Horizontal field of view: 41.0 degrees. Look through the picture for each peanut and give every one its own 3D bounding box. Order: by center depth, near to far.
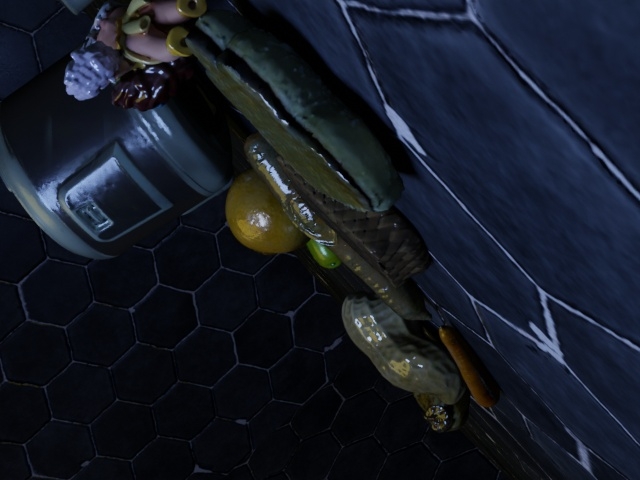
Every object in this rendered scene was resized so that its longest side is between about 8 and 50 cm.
[{"bbox_3d":[0.132,0.170,1.361,0.233,0.110,0.197,48,176,27],"label":"peanut"}]

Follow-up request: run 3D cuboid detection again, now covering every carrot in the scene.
[{"bbox_3d":[0.027,-0.009,1.105,0.342,0.070,0.070,47,176,-10],"label":"carrot"},{"bbox_3d":[0.203,0.169,1.163,0.037,0.037,0.190,43,170,49],"label":"carrot"}]

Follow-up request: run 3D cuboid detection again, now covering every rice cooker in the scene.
[{"bbox_3d":[-0.314,-0.161,1.383,0.335,0.325,0.335,57,-173,-11],"label":"rice cooker"}]

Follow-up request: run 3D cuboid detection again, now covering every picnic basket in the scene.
[{"bbox_3d":[0.031,-0.032,0.902,0.193,0.055,0.110,43,174,32],"label":"picnic basket"}]

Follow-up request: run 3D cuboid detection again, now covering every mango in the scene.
[{"bbox_3d":[0.000,0.000,1.495,0.108,0.056,0.073,50,171,17],"label":"mango"}]

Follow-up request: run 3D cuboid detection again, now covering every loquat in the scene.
[{"bbox_3d":[-0.068,-0.046,1.258,0.141,0.141,0.141,48,176,5],"label":"loquat"}]

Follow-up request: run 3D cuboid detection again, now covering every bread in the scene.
[{"bbox_3d":[-0.029,-0.113,0.730,0.207,0.056,0.286,47,176,-18],"label":"bread"}]

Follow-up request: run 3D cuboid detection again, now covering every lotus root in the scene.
[{"bbox_3d":[0.209,0.262,1.548,0.110,0.097,0.258,56,-179,-16],"label":"lotus root"}]

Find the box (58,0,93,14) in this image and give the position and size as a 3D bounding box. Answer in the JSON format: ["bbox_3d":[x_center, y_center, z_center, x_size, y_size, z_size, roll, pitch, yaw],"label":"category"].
[{"bbox_3d":[-0.560,-0.592,1.464,0.373,0.090,0.367,48,176,37],"label":"box"}]

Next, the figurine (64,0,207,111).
[{"bbox_3d":[-0.173,-0.203,0.854,0.115,0.175,0.240,22,175,-15],"label":"figurine"}]
